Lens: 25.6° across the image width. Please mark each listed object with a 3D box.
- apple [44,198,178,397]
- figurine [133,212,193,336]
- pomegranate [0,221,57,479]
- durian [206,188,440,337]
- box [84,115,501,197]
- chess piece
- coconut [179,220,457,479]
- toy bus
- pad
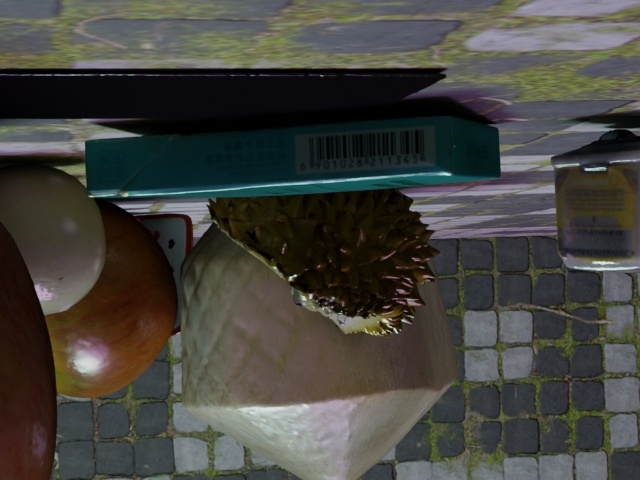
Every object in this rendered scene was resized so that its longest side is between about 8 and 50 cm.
[{"bbox_3d":[-0.238,0.053,1.455,0.173,0.210,0.235,-29,-175,-23],"label":"apple"},{"bbox_3d":[-0.295,0.027,1.706,0.183,0.160,0.226,-4,168,30],"label":"figurine"},{"bbox_3d":[-0.305,0.074,0.752,0.338,0.338,0.338,-2,178,0],"label":"pomegranate"},{"bbox_3d":[0.012,-0.003,1.191,0.138,0.183,0.250,-39,167,9],"label":"durian"},{"bbox_3d":[-0.012,-0.050,0.886,0.226,0.042,0.161,-2,180,17],"label":"box"},{"bbox_3d":[-0.307,0.013,1.031,0.300,0.167,0.167,-6,180,-28],"label":"chess piece"},{"bbox_3d":[-0.002,0.107,1.465,0.329,0.329,0.329,-2,178,0],"label":"coconut"},{"bbox_3d":[0.271,-0.027,0.991,0.268,0.106,0.092,-1,180,-45],"label":"toy bus"},{"bbox_3d":[-0.073,-0.074,0.731,0.243,0.004,0.163,-1,178,-14],"label":"pad"}]
